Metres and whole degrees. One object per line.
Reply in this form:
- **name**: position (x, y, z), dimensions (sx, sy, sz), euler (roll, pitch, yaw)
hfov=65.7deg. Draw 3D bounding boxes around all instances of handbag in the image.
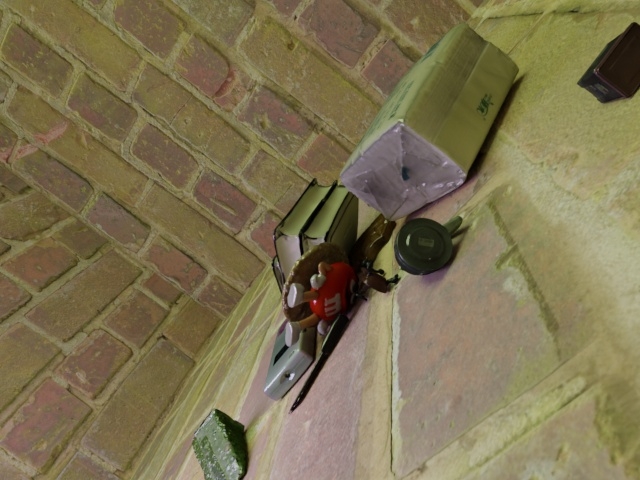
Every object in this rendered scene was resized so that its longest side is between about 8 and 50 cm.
- **handbag**: position (0.000, 0.000, 1.348), dimensions (0.358, 0.160, 0.236), euler (-60, -33, -56)

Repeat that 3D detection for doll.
- **doll**: position (0.015, 0.127, 1.077), dimensions (0.217, 0.085, 0.183), euler (-25, -51, -43)

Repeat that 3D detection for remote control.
- **remote control**: position (-0.068, 0.256, 1.254), dimensions (0.145, 0.050, 0.344), euler (-51, 8, 13)

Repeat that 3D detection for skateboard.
- **skateboard**: position (0.103, 0.087, 1.016), dimensions (0.080, 0.067, 0.151), euler (-63, 3, -1)

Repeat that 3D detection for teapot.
- **teapot**: position (0.180, 0.016, 0.835), dimensions (0.090, 0.124, 0.092), euler (104, 157, -70)

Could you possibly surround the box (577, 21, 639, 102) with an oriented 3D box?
- **box**: position (0.401, -0.234, 0.666), dimensions (0.084, 0.060, 0.063), euler (-53, 0, 1)

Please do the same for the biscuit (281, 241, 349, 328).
- **biscuit**: position (-0.008, 0.105, 1.138), dimensions (0.033, 0.220, 0.219), euler (25, 74, 38)

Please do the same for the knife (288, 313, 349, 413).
- **knife**: position (-0.007, 0.256, 1.031), dimensions (0.230, 0.028, 0.060), euler (-59, -3, -20)

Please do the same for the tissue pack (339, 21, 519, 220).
- **tissue pack**: position (0.244, -0.263, 1.138), dimensions (0.380, 0.207, 0.297), euler (-58, 11, -27)

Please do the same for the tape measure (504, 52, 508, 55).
- **tape measure**: position (0.412, -0.449, 1.393), dimensions (0.178, 0.105, 0.196), euler (-61, 7, -6)

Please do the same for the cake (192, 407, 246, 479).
- **cake**: position (-0.200, 0.487, 1.097), dimensions (0.100, 0.099, 0.235), euler (-53, 29, -5)

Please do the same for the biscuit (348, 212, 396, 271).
- **biscuit**: position (0.128, 0.003, 1.283), dimensions (0.182, 0.034, 0.215), euler (-50, 8, 24)

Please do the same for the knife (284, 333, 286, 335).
- **knife**: position (-0.069, 0.221, 1.208), dimensions (0.014, 0.005, 0.091), euler (-56, 8, -33)
